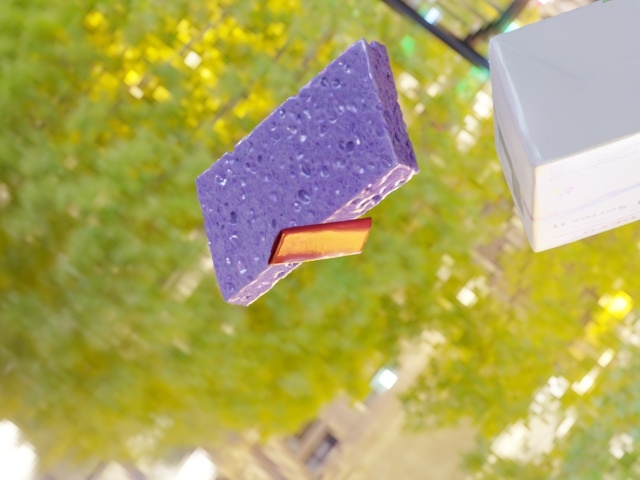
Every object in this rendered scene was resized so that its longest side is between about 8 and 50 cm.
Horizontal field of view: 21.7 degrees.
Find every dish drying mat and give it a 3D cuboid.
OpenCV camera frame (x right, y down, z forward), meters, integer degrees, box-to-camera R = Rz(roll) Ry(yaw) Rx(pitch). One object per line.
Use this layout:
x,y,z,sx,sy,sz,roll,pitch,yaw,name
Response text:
0.000,0.000,1.176,0.083,0.032,0.008,-7,-137,-39,dish drying mat

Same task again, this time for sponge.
-0.014,-0.050,1.289,0.031,0.210,0.117,14,-130,-42,sponge

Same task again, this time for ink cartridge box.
0.261,-0.095,1.441,0.353,0.207,0.119,61,-169,-75,ink cartridge box
